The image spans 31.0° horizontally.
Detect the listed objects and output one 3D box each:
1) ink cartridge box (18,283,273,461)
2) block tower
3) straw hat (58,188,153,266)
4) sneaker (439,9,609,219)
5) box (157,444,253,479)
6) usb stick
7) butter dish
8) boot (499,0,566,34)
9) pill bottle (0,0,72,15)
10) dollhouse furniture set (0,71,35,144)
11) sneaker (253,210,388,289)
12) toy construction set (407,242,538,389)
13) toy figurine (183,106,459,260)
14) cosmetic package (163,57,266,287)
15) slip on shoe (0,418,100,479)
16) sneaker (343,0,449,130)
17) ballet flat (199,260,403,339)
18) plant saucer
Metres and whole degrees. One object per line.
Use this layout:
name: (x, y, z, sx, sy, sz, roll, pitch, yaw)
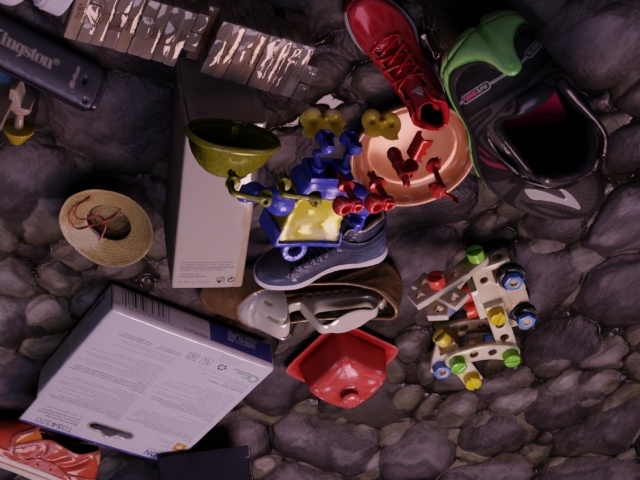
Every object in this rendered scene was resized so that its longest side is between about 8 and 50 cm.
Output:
ink cartridge box: (-0.306, 0.244, 2.020, 0.324, 0.071, 0.330, 24, 127, -31)
block tower: (-0.166, -0.286, 1.543, 0.336, 0.097, 0.091, 12, 129, -24)
straw hat: (-0.320, -0.035, 1.763, 0.145, 0.061, 0.144, 2, 122, 4)
sneaker: (0.315, -0.130, 1.674, 0.185, 0.202, 0.483, -37, 145, 9)
box: (-0.193, 0.606, 2.172, 0.179, 0.312, 0.343, -6, 144, -5)
usb stick: (-0.411, -0.256, 1.531, 0.278, 0.077, 0.045, 26, 151, -32)
butter dish: (0.046, 0.245, 2.061, 0.160, 0.118, 0.160, 27, 121, -31)
boot: (0.282, -0.395, 1.557, 0.161, 0.083, 0.246, -41, 135, 18)
pill bottle: (-0.400, -0.361, 1.400, 0.222, 0.124, 0.124, 24, 123, -29)
dollhouse furniture set: (-0.550, -0.100, 1.498, 0.304, 0.286, 0.198, 15, 128, -10)
sneaker: (0.000, -0.002, 1.817, 0.226, 0.086, 0.163, -17, 156, -9)
toy construction set: (0.257, 0.120, 1.983, 0.215, 0.151, 0.327, -20, 144, 6)
toy figurine: (-0.023, -0.037, 1.552, 0.363, 0.191, 0.217, -2, 136, -31)
cosmetic package: (-0.160, -0.093, 1.677, 0.113, 0.160, 0.309, 0, 133, -14)
slip on shoe: (-0.541, 0.356, 2.059, 0.331, 0.123, 0.101, 28, 84, -24)
sneaker: (0.119, -0.244, 1.599, 0.087, 0.128, 0.221, -39, 119, 11)
ballet flat: (-0.025, 0.106, 1.913, 0.343, 0.124, 0.116, -2, 132, -10)
plant saucer: (0.141, -0.138, 1.783, 0.200, 0.037, 0.200, -6, 132, -7)
